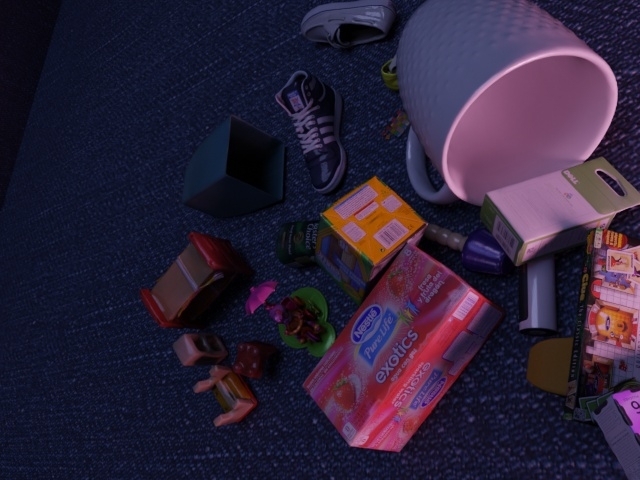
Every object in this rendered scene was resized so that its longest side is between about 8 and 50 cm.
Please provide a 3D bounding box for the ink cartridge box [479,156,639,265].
[{"bbox_3d":[0.366,-0.046,0.868,0.209,0.062,0.109,-18,51,-10],"label":"ink cartridge box"}]

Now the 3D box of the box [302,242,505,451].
[{"bbox_3d":[0.136,0.177,0.921,0.300,0.154,0.142,-55,46,7],"label":"box"}]

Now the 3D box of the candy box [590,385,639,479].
[{"bbox_3d":[0.437,0.252,0.632,0.164,0.070,0.196,-13,54,-8],"label":"candy box"}]

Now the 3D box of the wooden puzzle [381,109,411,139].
[{"bbox_3d":[0.166,-0.245,1.198,0.083,0.006,0.049,-52,47,8],"label":"wooden puzzle"}]

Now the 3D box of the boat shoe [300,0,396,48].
[{"bbox_3d":[0.056,-0.506,1.363,0.267,0.096,0.088,7,69,33],"label":"boat shoe"}]

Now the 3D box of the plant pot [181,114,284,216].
[{"bbox_3d":[-0.228,-0.158,1.385,0.234,0.165,0.166,-22,56,40],"label":"plant pot"}]

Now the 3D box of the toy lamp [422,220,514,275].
[{"bbox_3d":[0.212,-0.007,0.998,0.274,0.080,0.080,24,86,46],"label":"toy lamp"}]

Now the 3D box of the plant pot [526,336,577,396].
[{"bbox_3d":[0.341,0.181,0.800,0.083,0.081,0.081,-6,65,53],"label":"plant pot"}]

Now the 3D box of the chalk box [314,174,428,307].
[{"bbox_3d":[0.079,0.015,1.010,0.132,0.213,0.132,-37,70,-23],"label":"chalk box"}]

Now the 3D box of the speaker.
[{"bbox_3d":[0.333,0.075,0.872,0.055,0.055,0.136,-9,64,37],"label":"speaker"}]

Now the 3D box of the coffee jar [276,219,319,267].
[{"bbox_3d":[0.000,0.000,1.169,0.184,0.079,0.096,-10,64,36],"label":"coffee jar"}]

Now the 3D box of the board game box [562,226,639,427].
[{"bbox_3d":[0.405,0.122,0.749,0.030,0.136,0.260,125,160,-74],"label":"board game box"}]

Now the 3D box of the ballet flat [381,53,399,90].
[{"bbox_3d":[0.222,-0.401,1.177,0.231,0.077,0.077,-35,50,22],"label":"ballet flat"}]

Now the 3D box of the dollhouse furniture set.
[{"bbox_3d":[-0.211,0.183,1.241,0.201,0.152,0.374,-45,65,13],"label":"dollhouse furniture set"}]

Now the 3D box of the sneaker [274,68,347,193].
[{"bbox_3d":[-0.024,-0.249,1.256,0.099,0.153,0.282,-18,59,33],"label":"sneaker"}]

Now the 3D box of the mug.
[{"bbox_3d":[0.251,-0.231,0.970,0.328,0.276,0.374,-109,32,-42],"label":"mug"}]

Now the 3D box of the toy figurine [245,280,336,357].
[{"bbox_3d":[-0.070,0.145,1.103,0.130,0.159,0.173,-52,47,8],"label":"toy figurine"}]
